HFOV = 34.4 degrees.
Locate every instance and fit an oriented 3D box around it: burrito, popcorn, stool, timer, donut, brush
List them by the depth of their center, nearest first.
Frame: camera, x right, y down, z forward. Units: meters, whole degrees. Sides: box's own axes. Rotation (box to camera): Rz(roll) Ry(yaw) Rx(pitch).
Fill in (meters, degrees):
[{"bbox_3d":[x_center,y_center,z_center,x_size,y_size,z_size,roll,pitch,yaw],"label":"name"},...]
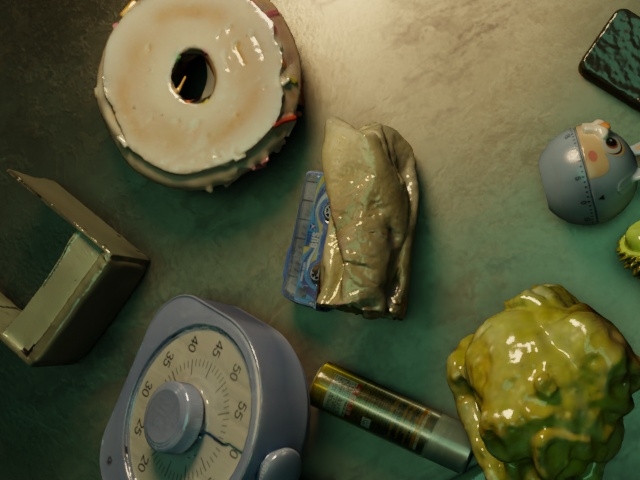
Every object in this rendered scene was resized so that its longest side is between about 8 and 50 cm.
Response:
[{"bbox_3d":[0.345,0.236,1.572,0.312,0.312,0.312,-1,86,14],"label":"popcorn"},{"bbox_3d":[0.457,-0.129,1.610,0.255,0.175,0.175,-35,78,24],"label":"timer"},{"bbox_3d":[0.528,-0.277,1.668,0.197,0.059,0.123,35,96,14],"label":"brush"},{"bbox_3d":[-0.183,0.298,1.674,0.395,0.173,0.395,-16,64,37],"label":"timer"},{"bbox_3d":[0.088,-0.036,1.685,0.190,0.135,0.332,6,86,-31],"label":"burrito"},{"bbox_3d":[-0.202,-0.271,1.804,0.383,0.142,0.382,-1,87,14],"label":"donut"},{"bbox_3d":[-0.493,0.052,1.841,0.270,0.170,0.243,37,94,14],"label":"stool"}]

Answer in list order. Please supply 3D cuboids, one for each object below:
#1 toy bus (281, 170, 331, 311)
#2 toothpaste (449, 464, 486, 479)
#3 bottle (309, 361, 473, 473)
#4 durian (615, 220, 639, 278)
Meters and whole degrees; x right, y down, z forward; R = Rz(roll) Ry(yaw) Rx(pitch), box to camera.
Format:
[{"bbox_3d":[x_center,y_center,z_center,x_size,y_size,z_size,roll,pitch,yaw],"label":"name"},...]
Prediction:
[{"bbox_3d":[0.000,0.000,1.775,0.094,0.079,0.236,12,89,30],"label":"toy bus"},{"bbox_3d":[0.244,0.408,1.704,0.255,0.037,0.067,-28,80,7],"label":"toothpaste"},{"bbox_3d":[0.122,0.294,1.716,0.286,0.082,0.082,23,92,15],"label":"bottle"},{"bbox_3d":[0.582,-0.006,1.562,0.176,0.200,0.237,41,89,-25],"label":"durian"}]
